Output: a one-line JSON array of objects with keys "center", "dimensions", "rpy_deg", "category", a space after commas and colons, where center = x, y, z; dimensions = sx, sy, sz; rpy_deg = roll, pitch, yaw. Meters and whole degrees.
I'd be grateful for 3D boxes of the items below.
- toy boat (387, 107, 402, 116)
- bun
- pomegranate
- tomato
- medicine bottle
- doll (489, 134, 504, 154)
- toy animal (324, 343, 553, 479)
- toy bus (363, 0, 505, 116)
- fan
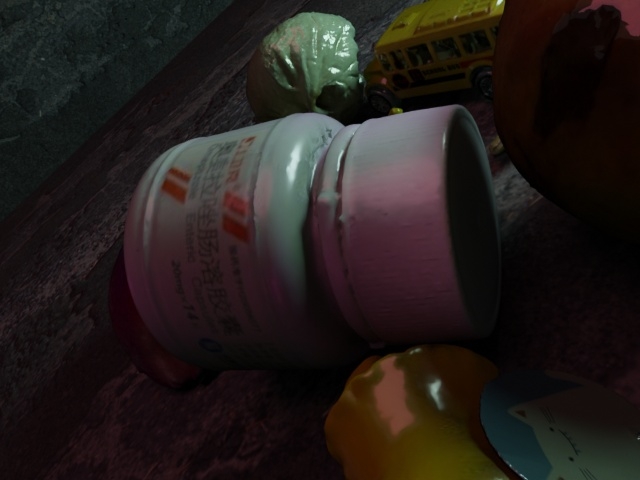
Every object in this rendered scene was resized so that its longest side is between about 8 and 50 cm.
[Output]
[{"center": [0.009, -0.115, 0.819], "dimensions": [0.318, 0.141, 0.099], "rpy_deg": [7, 96, 57], "category": "toy boat"}, {"center": [-0.005, -0.238, 0.909], "dimensions": [0.204, 0.212, 0.126], "rpy_deg": [-44, 53, 24], "category": "bun"}, {"center": [0.267, -0.129, 0.413], "dimensions": [0.281, 0.281, 0.281], "rpy_deg": [-29, 34, 22], "category": "pomegranate"}, {"center": [-0.185, 0.018, 0.825], "dimensions": [0.335, 0.176, 0.289], "rpy_deg": [-48, 29, -6], "category": "tomato"}, {"center": [0.000, 0.000, 0.559], "dimensions": [0.302, 0.241, 0.241], "rpy_deg": [-7, 45, 27], "category": "medicine bottle"}, {"center": [0.227, -0.138, 0.666], "dimensions": [0.093, 0.051, 0.061], "rpy_deg": [-28, 6, 17], "category": "doll"}, {"center": [0.083, 0.150, 0.389], "dimensions": [0.156, 0.156, 0.230], "rpy_deg": [-42, 25, 2], "category": "toy animal"}, {"center": [0.183, -0.263, 0.796], "dimensions": [0.335, 0.123, 0.121], "rpy_deg": [8, 57, 52], "category": "toy bus"}, {"center": [0.179, 0.115, 0.344], "dimensions": [0.175, 0.005, 0.113], "rpy_deg": [4, 29, -8], "category": "fan"}]
